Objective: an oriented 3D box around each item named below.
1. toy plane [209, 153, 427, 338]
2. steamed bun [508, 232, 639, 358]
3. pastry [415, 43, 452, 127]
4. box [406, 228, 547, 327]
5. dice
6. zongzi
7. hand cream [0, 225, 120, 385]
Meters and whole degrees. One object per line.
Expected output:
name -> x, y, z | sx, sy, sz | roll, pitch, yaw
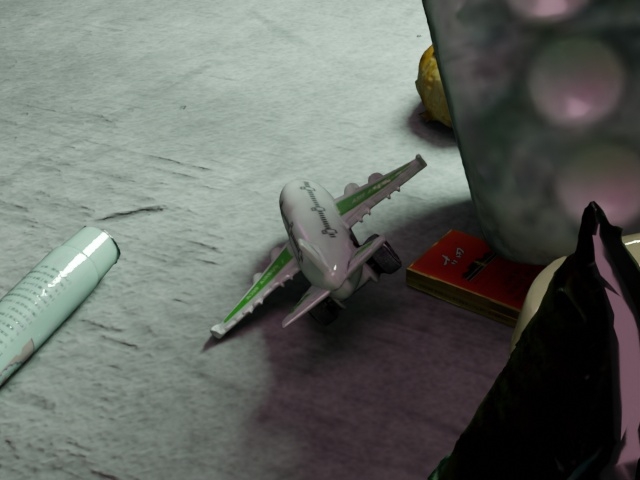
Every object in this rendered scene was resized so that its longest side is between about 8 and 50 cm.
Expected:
toy plane -> 0.003, 0.004, 1.031 | 0.251, 0.101, 0.255 | -40, 17, 8
steamed bun -> 0.267, 0.097, 0.799 | 0.250, 0.200, 0.155 | -8, 57, -3
pastry -> 0.232, -0.206, 1.346 | 0.218, 0.100, 0.229 | 7, 36, 14
box -> 0.161, 0.036, 1.050 | 0.133, 0.023, 0.090 | 22, 38, 32
dice -> 0.275, -0.178, 1.007 | 0.330, 0.328, 0.348 | -15, 13, 7
zongzi -> 0.136, 0.240, 0.601 | 0.319, 0.362, 0.383 | 0, 50, -56
hand cream -> -0.291, 0.091, 0.964 | 0.085, 0.058, 0.331 | 14, 36, 20
